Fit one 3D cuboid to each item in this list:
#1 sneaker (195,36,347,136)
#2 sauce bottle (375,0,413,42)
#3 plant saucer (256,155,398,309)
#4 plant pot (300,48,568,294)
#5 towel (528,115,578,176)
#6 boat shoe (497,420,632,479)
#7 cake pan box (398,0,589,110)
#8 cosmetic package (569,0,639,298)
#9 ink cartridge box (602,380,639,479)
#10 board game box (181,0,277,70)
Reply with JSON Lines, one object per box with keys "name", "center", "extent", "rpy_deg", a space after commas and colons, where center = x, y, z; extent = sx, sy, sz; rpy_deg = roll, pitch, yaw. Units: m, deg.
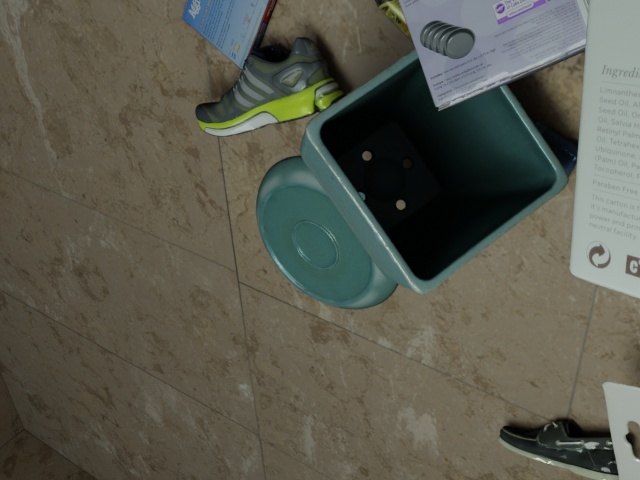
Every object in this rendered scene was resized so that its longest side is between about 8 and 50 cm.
{"name": "sneaker", "center": [-0.093, -0.246, 1.244], "extent": [0.300, 0.111, 0.121], "rpy_deg": [-7, 105, 39]}
{"name": "sauce bottle", "center": [0.102, -0.319, 1.044], "extent": [0.128, 0.042, 0.042], "rpy_deg": [46, 140, 6]}
{"name": "plant saucer", "center": [0.000, 0.000, 1.386], "extent": [0.318, 0.044, 0.317], "rpy_deg": [24, 134, 28]}
{"name": "plant pot", "center": [0.121, -0.098, 1.043], "extent": [0.247, 0.247, 0.252], "rpy_deg": [55, 169, -5]}
{"name": "towel", "center": [0.289, -0.127, 1.034], "extent": [0.119, 0.029, 0.067], "rpy_deg": [36, 140, 16]}
{"name": "boat shoe", "center": [0.401, 0.335, 1.278], "extent": [0.233, 0.084, 0.079], "rpy_deg": [3, 85, 48]}
{"name": "cake pan box", "center": [0.205, -0.302, 0.823], "extent": [0.267, 0.070, 0.245], "rpy_deg": [-21, 93, 36]}
{"name": "cosmetic package", "center": [0.366, -0.182, 0.675], "extent": [0.161, 0.230, 0.453], "rpy_deg": [23, 123, 50]}
{"name": "ink cartridge box", "center": [0.573, 0.255, 1.008], "extent": [0.354, 0.119, 0.207], "rpy_deg": [3, 121, 40]}
{"name": "board game box", "center": [-0.125, -0.410, 1.187], "extent": [0.145, 0.027, 0.281], "rpy_deg": [41, 139, 7]}
